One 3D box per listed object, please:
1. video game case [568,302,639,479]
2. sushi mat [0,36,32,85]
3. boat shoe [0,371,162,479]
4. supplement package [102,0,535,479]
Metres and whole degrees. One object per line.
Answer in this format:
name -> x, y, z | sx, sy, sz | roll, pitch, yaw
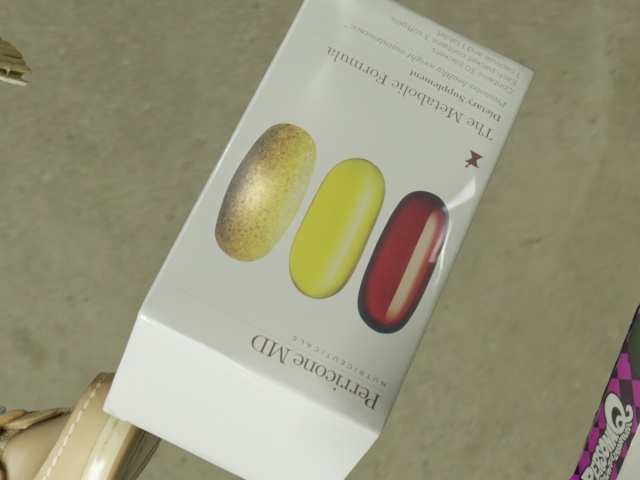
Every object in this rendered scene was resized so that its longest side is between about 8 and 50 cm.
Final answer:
video game case -> 0.244, 0.049, 0.712 | 0.232, 0.042, 0.210 | 5, 123, -17
sushi mat -> -0.282, -0.144, 0.821 | 0.151, 0.316, 0.019 | 40, 103, 22
boat shoe -> -0.199, 0.171, 1.069 | 0.110, 0.122, 0.341 | 36, 138, -2
supplement package -> 0.000, 0.000, 0.898 | 0.139, 0.244, 0.134 | 26, 150, -2
